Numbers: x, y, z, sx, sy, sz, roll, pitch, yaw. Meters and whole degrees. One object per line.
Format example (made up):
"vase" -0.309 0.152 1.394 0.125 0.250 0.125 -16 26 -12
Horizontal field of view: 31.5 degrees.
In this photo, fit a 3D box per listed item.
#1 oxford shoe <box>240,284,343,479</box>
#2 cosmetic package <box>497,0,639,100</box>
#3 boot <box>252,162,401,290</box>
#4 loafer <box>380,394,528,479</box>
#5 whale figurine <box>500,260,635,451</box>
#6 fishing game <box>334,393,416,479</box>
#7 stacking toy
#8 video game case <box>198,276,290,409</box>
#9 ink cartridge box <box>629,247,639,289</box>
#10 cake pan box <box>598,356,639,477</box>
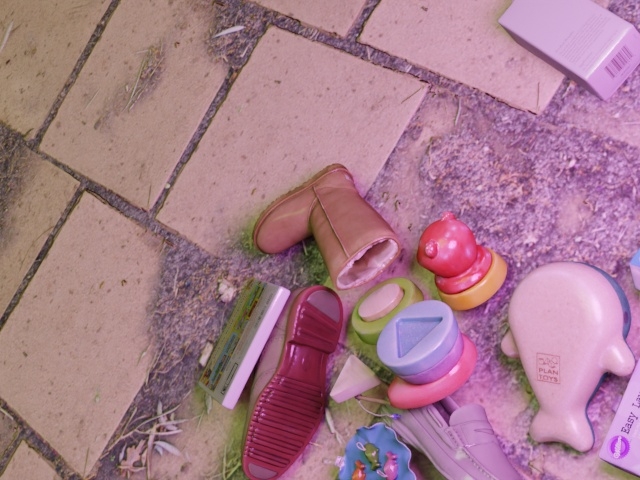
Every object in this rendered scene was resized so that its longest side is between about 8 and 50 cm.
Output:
"oxford shoe" -0.063 0.246 1.961 0.130 0.123 0.348 -1 64 60
"cosmetic package" 0.417 -0.341 1.880 0.117 0.085 0.231 -49 47 7
"boot" 0.000 0.000 1.982 0.236 0.089 0.269 -43 36 12
"loafer" 0.214 0.299 1.709 0.319 0.112 0.111 36 103 42
"whale figurine" 0.371 0.165 1.665 0.216 0.141 0.272 3 95 42
"fishing game" 0.079 0.374 1.766 0.189 0.041 0.264 2 88 54
"stacking toy" 0.125 0.108 1.788 0.279 0.130 0.309 -15 37 35
"video game case" -0.139 0.178 2.022 0.227 0.026 0.206 -64 17 -5
"ink cartridge box" 0.530 0.002 1.607 0.104 0.060 0.180 21 60 41
"cake pan box" 0.535 0.234 1.532 0.245 0.070 0.267 21 82 43
